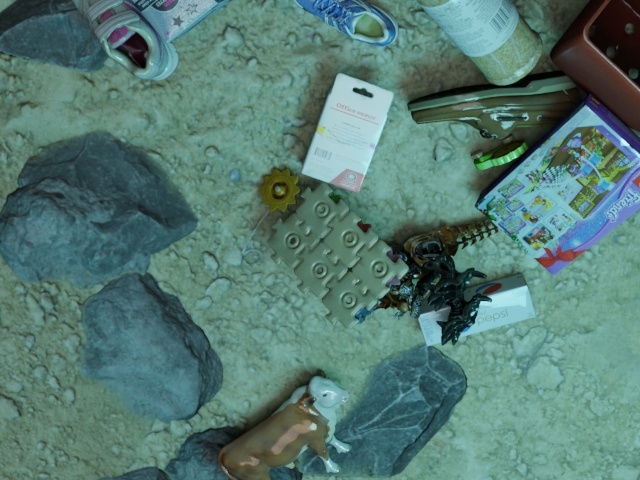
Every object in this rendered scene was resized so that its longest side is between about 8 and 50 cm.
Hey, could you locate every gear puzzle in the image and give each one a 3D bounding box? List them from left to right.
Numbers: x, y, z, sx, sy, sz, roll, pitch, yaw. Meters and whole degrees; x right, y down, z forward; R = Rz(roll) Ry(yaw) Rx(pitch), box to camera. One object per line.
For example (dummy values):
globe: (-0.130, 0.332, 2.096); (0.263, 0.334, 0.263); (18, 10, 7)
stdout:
gear puzzle: (0.000, 0.000, 1.917); (0.175, 0.044, 0.339); (-47, 68, 8)

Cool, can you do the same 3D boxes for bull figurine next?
bull figurine: (-0.051, 0.397, 2.086); (0.310, 0.101, 0.188); (-33, 105, 12)

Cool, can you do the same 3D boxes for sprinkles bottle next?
sprinkles bottle: (0.229, -0.400, 1.719); (0.121, 0.121, 0.355); (-41, 129, 14)

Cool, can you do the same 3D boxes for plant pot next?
plant pot: (0.541, -0.331, 1.729); (0.267, 0.236, 0.267); (40, 82, -12)

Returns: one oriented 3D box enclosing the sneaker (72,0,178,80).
sneaker: (-0.354, -0.386, 1.845); (0.103, 0.111, 0.252); (-41, 101, 14)

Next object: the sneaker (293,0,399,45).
sneaker: (0.043, -0.406, 1.836); (0.211, 0.081, 0.080); (24, 109, -3)

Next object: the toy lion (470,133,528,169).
toy lion: (0.326, -0.155, 1.895); (0.100, 0.096, 0.034); (-27, 104, 11)

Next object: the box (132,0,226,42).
box: (-0.196, -0.467, 1.785); (0.247, 0.163, 0.142); (-36, 101, 13)

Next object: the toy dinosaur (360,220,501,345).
toy dinosaur: (0.195, 0.054, 1.930); (0.322, 0.218, 0.164); (-47, 137, 9)

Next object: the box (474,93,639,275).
box: (0.443, -0.092, 1.852); (0.201, 0.057, 0.293); (41, 128, -5)

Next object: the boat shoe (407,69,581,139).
boat shoe: (0.312, -0.227, 1.865); (0.307, 0.110, 0.104); (-8, 106, 5)

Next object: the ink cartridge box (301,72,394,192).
ink cartridge box: (0.051, -0.201, 1.909); (0.115, 0.067, 0.198); (20, 109, -4)

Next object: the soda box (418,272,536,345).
soda box: (0.295, 0.131, 1.999); (0.216, 0.074, 0.069); (-16, 107, 8)
